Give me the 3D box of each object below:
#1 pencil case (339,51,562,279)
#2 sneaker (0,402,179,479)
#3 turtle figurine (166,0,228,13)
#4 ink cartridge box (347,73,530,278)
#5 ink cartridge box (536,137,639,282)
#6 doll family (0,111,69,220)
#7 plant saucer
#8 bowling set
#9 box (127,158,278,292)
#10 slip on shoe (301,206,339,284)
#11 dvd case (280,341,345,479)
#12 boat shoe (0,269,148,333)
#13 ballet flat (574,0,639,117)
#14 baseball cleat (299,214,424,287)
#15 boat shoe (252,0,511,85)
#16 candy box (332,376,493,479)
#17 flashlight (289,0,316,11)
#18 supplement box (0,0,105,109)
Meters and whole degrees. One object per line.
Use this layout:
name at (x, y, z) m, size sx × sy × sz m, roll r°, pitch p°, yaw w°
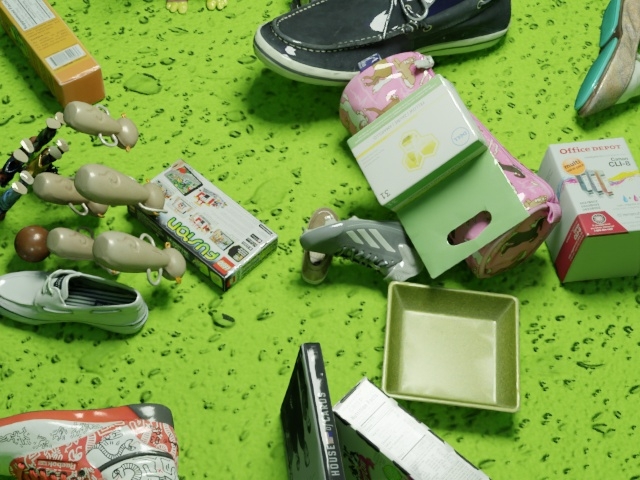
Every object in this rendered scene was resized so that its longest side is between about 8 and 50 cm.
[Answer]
pencil case at (0.191, -0.119, 1.672) m, size 0.160 × 0.167 × 0.386 m, roll -25°, pitch 61°, yaw -26°
sneaker at (-0.307, 0.289, 1.375) m, size 0.270 × 0.090 × 0.145 m, roll -6°, pitch 53°, yaw -13°
turtle figurine at (-0.223, -0.483, 1.859) m, size 0.269 × 0.217 × 0.087 m, roll -18°, pitch 58°, yaw -17°
ink cartridge box at (0.162, -0.090, 1.565) m, size 0.171 × 0.056 × 0.235 m, roll -35°, pitch 64°, yaw 18°
ink cartridge box at (0.408, -0.047, 1.665) m, size 0.128 × 0.127 × 0.176 m, roll -6°, pitch 54°, yaw -12°
doll family at (-0.434, -0.103, 1.638) m, size 0.076 × 0.111 × 0.193 m, roll 51°, pitch 45°, yaw -11°
plant saucer at (0.180, 0.156, 1.548) m, size 0.188 × 0.045 × 0.188 m, roll 7°, pitch 54°, yaw -1°
bowling set at (-0.327, -0.038, 1.589) m, size 0.154 × 0.200 × 0.287 m, roll 17°, pitch 51°, yaw -51°
box at (-0.176, -0.026, 1.648) m, size 0.207 × 0.036 × 0.114 m, roll 38°, pitch 60°, yaw 20°
slip on shoe at (0.000, 0.000, 1.644) m, size 0.051 × 0.041 × 0.135 m, roll 14°, pitch 54°, yaw 4°
dvd case at (-0.009, 0.272, 1.362) m, size 0.030 × 0.179 × 0.238 m, roll -2°, pitch 55°, yaw -14°
boat shoe at (-0.350, 0.070, 1.537) m, size 0.226 × 0.076 × 0.083 m, roll 6°, pitch 54°, yaw -1°
ballet flat at (0.518, -0.309, 1.885) m, size 0.106 × 0.107 × 0.316 m, roll 28°, pitch 56°, yaw -3°
baseball cleat at (0.073, 0.017, 1.596) m, size 0.206 × 0.072 × 0.109 m, roll -6°, pitch 72°, yaw -23°
boat shoe at (0.113, -0.374, 1.808) m, size 0.500 × 0.156 × 0.187 m, roll -17°, pitch 49°, yaw -28°
candy box at (0.111, 0.296, 1.370) m, size 0.233 × 0.159 × 0.071 m, roll 38°, pitch 58°, yaw 21°
flashlight at (0.099, -0.444, 1.946) m, size 0.304 × 0.103 × 0.103 m, roll -14°, pitch 52°, yaw -20°
supplement box at (-0.439, -0.314, 1.804) m, size 0.080 × 0.078 × 0.233 m, roll -28°, pitch 61°, yaw -20°
